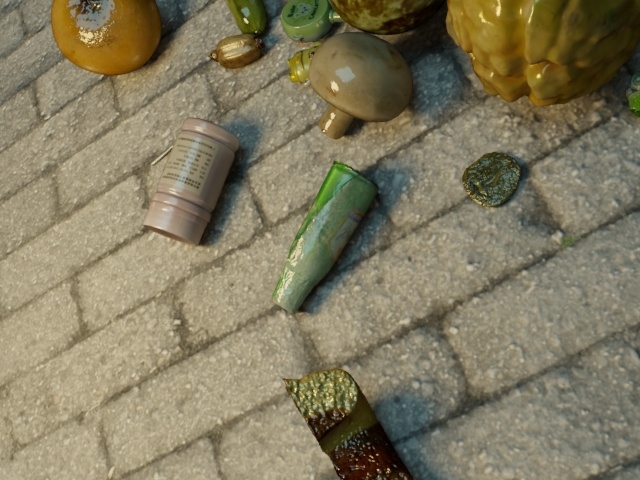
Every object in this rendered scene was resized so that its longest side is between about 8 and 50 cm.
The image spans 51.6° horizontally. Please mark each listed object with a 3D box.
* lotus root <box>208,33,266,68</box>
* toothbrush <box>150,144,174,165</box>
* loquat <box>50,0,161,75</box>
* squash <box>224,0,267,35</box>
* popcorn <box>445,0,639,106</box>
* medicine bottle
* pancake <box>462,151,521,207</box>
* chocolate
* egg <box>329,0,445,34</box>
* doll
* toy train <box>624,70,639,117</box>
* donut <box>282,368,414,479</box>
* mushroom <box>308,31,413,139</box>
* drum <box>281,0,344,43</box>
[{"bbox_3d":[-0.193,-0.435,1.524,0.151,0.063,0.072,-5,111,20],"label":"lotus root"},{"bbox_3d":[-0.348,-0.215,1.552,0.131,0.011,0.013,-36,72,10],"label":"toothbrush"},{"bbox_3d":[-0.522,-0.533,1.617,0.263,0.263,0.263,-9,68,24],"label":"loquat"},{"bbox_3d":[-0.207,-0.617,1.583,0.094,0.094,0.341,-32,60,13],"label":"squash"},{"bbox_3d":[0.372,-0.419,1.067,0.344,0.390,0.354,-19,37,2],"label":"popcorn"},{"bbox_3d":[-0.274,-0.124,1.412,0.133,0.133,0.250,13,79,30],"label":"medicine bottle"},{"bbox_3d":[0.307,-0.110,1.180,0.108,0.017,0.108,-7,70,21],"label":"pancake"},{"bbox_3d":[0.000,0.000,1.251,0.110,0.110,0.291,28,89,32],"label":"chocolate"},{"bbox_3d":[0.124,-0.506,1.248,0.289,0.238,0.238,-17,57,66],"label":"egg"},{"bbox_3d":[0.006,-0.386,1.406,0.162,0.062,0.106,-15,63,21],"label":"doll"},{"bbox_3d":[0.582,-0.252,1.036,0.202,0.060,0.081,-19,64,46],"label":"toy train"},{"bbox_3d":[0.060,0.336,1.079,0.112,0.151,0.295,-30,73,-1],"label":"donut"},{"bbox_3d":[0.066,-0.288,1.288,0.207,0.207,0.215,57,134,30],"label":"mushroom"},{"bbox_3d":[0.037,-0.499,1.438,0.253,0.049,0.130,-9,57,13],"label":"drum"}]
